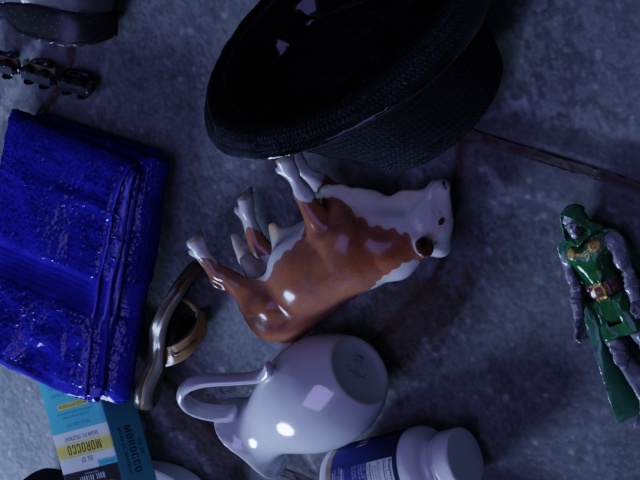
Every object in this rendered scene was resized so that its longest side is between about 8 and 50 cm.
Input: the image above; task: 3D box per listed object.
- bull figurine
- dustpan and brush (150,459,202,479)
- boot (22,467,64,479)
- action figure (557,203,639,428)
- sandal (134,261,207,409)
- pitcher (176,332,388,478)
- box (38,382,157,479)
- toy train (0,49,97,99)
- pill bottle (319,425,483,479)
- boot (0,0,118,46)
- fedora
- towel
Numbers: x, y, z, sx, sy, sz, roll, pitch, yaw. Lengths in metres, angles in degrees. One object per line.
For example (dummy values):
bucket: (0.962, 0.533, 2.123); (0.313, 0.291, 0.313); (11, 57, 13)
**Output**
bull figurine: (0.000, 0.000, 1.748); (0.188, 0.101, 0.310); (49, 128, -2)
dustpan and brush: (-0.161, 0.323, 2.016); (0.211, 0.060, 0.147); (-25, 96, 36)
boot: (-0.394, 0.445, 2.166); (0.091, 0.263, 0.229); (20, 154, 0)
action figure: (0.295, 0.069, 1.633); (0.137, 0.063, 0.232); (-24, 93, 39)
sandal: (-0.166, 0.116, 1.918); (0.060, 0.090, 0.219); (21, 120, 3)
pitcher: (-0.042, 0.172, 1.821); (0.178, 0.125, 0.207); (28, 138, -29)
box: (-0.269, 0.253, 2.018); (0.100, 0.060, 0.244); (-18, 86, 36)
toy train: (-0.326, -0.196, 1.907); (0.158, 0.036, 0.027); (16, 137, 23)
pill bottle: (0.091, 0.256, 1.814); (0.169, 0.094, 0.094); (-19, 100, 35)
boot: (-0.366, -0.351, 1.832); (0.338, 0.118, 0.222); (10, 113, 16)
fedora: (0.053, -0.159, 1.590); (0.334, 0.334, 0.152); (-17, 131, 35)
towel: (-0.300, 0.020, 1.921); (0.228, 0.076, 0.308); (18, 105, 23)
